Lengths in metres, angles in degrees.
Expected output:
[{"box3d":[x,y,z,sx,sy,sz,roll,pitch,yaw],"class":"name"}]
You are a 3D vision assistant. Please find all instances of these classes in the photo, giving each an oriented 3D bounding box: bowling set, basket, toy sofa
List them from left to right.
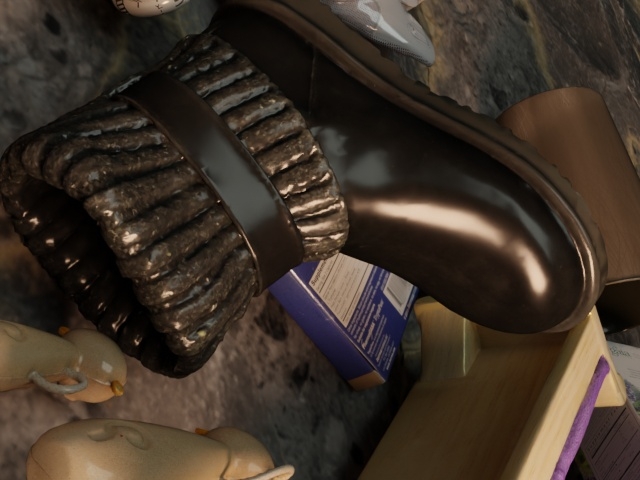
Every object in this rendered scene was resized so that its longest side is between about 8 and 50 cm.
[{"box3d":[-0.105,0.174,0.573,0.287,0.200,0.154,34,12,35],"class":"bowling set"},{"box3d":[0.103,0.188,0.781,0.362,0.150,0.177,-48,121,-53],"class":"toy sofa"},{"box3d":[0.265,-0.031,1.162,0.204,0.154,0.227,14,55,-50],"class":"basket"}]

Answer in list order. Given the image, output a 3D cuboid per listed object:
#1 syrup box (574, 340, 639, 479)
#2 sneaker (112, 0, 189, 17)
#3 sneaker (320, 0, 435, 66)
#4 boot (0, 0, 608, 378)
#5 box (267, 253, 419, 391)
[{"box3d":[0.300,0.198,1.015,0.093,0.096,0.237,16,26,-17],"class":"syrup box"},{"box3d":[-0.134,-0.271,0.852,0.270,0.090,0.145,-97,171,-53],"class":"sneaker"},{"box3d":[0.052,-0.220,1.015,0.365,0.137,0.210,-1,71,-47],"class":"sneaker"},{"box3d":[-0.002,0.002,0.720,0.348,0.131,0.260,36,48,5],"class":"boot"},{"box3d":[-0.007,-0.007,0.884,0.225,0.036,0.136,52,37,-21],"class":"box"}]
